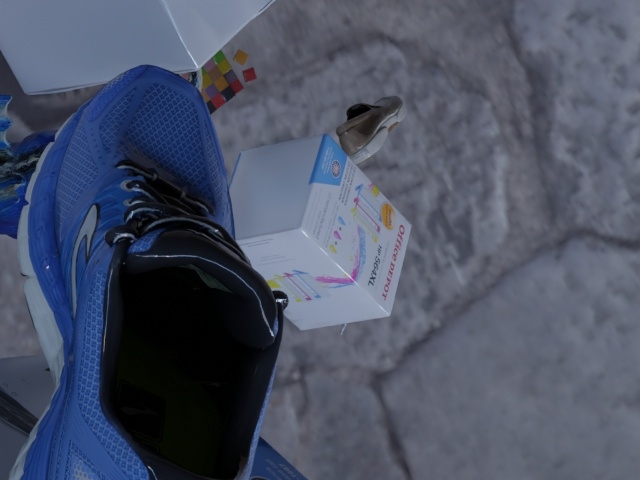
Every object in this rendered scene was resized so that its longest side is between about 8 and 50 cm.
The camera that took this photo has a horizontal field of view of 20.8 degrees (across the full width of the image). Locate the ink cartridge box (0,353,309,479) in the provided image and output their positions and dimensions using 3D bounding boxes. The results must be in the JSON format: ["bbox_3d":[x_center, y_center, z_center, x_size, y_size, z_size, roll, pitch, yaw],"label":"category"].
[{"bbox_3d":[-0.161,0.180,1.039,0.307,0.223,0.129,-2,125,-51],"label":"ink cartridge box"}]

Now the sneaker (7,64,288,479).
[{"bbox_3d":[-0.071,0.029,0.862,0.130,0.330,0.147,20,133,-26],"label":"sneaker"}]

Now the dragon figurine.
[{"bbox_3d":[-0.211,-0.046,1.176,0.289,0.085,0.144,-22,159,38],"label":"dragon figurine"}]

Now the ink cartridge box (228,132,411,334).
[{"bbox_3d":[0.000,0.000,1.352,0.090,0.092,0.143,-11,140,36],"label":"ink cartridge box"}]

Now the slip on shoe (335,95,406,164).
[{"bbox_3d":[0.046,-0.117,1.695,0.051,0.135,0.041,-29,104,31],"label":"slip on shoe"}]

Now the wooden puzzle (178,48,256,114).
[{"bbox_3d":[-0.091,-0.126,1.373,0.083,0.006,0.049,-39,111,-13],"label":"wooden puzzle"}]

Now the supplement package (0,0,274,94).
[{"bbox_3d":[-0.154,-0.267,1.130,0.175,0.177,0.293,-3,123,40],"label":"supplement package"}]
